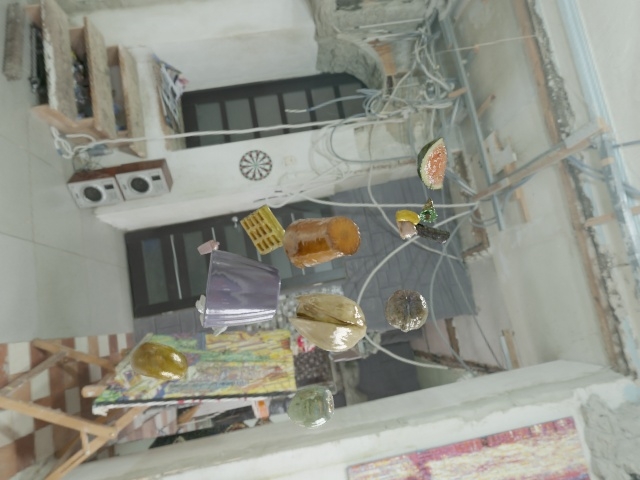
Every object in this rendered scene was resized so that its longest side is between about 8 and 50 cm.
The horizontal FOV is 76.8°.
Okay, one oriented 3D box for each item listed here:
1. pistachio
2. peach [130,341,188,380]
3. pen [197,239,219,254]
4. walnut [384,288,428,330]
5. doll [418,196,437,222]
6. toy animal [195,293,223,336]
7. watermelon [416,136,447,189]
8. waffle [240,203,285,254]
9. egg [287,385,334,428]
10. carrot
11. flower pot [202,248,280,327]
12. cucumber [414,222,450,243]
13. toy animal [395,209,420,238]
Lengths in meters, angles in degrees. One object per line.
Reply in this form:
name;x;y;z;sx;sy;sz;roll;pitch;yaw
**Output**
pistachio;0.032;0.325;1.643;0.238;0.321;0.229;117;-10;-73
peach;-0.702;0.534;1.768;0.251;0.251;0.153;91;23;-66
pen;-0.525;0.029;1.910;0.197;0.032;0.053;-15;-76;48
walnut;0.497;0.408;2.340;0.248;0.248;0.248;170;-90;-85
doll;0.487;-0.132;1.781;0.113;0.077;0.078;-52;160;-42
toy animal;-0.512;0.349;1.889;0.127;0.182;0.131;-56;173;19
watermelon;0.452;-0.304;1.638;0.063;0.119;0.245;-91;170;-51
waffle;-0.286;-0.051;2.053;0.248;0.055;0.221;-23;-78;51
egg;-0.050;0.773;1.872;0.183;0.217;0.183;-11;90;-80
carrot;0.000;0.000;1.461;0.254;0.196;0.195;-12;-92;58
flower pot;-0.274;0.175;1.403;0.265;0.243;0.265;-172;-90;-71
cucumber;0.451;-0.047;1.804;0.067;0.245;0.067;18;90;-90
toy animal;0.337;-0.068;1.571;0.082;0.091;0.114;159;-84;-84
